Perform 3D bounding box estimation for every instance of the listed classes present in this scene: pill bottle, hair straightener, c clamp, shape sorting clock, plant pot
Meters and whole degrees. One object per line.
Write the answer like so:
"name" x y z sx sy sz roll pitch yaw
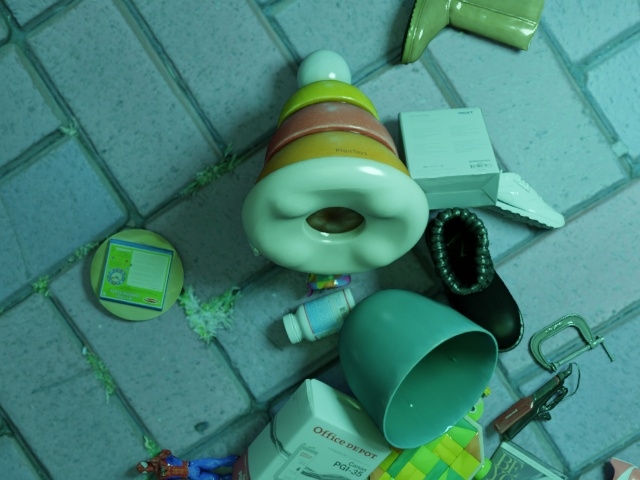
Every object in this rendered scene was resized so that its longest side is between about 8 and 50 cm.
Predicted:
"pill bottle" 0.003 0.169 1.688 0.160 0.087 0.087 -20 90 2
"hair straightener" 0.486 0.356 1.699 0.230 0.047 0.089 -45 126 2
"c clamp" 0.552 0.238 1.705 0.161 0.022 0.137 -25 90 1
"shape sorting clock" -0.408 0.077 1.721 0.206 0.040 0.206 0 92 -2
"plant pot" 0.174 0.237 1.584 0.293 0.293 0.235 -50 48 2

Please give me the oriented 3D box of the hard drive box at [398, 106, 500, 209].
"hard drive box" 0.261 -0.174 1.605 0.181 0.232 0.089 -3 134 3

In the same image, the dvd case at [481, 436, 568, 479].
"dvd case" 0.422 0.574 1.716 0.164 0.018 0.221 33 91 1

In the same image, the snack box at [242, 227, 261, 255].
"snack box" -0.130 -0.003 1.643 0.022 0.178 0.064 -26 90 4

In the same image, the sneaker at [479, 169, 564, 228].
"sneaker" 0.428 -0.096 1.677 0.235 0.090 0.094 24 82 0

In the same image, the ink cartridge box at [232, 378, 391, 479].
"ink cartridge box" -0.022 0.453 1.607 0.207 0.117 0.283 30 111 -22

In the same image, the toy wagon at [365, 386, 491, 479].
"toy wagon" 0.246 0.440 1.694 0.267 0.068 0.344 39 92 0

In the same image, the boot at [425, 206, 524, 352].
"boot" 0.322 0.093 1.590 0.131 0.260 0.348 -32 90 2

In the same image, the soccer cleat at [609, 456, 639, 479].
"soccer cleat" 0.604 0.625 1.681 0.116 0.108 0.318 35 94 21

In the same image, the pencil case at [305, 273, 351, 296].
"pencil case" 0.000 0.000 1.682 0.104 0.104 0.236 -9 89 2

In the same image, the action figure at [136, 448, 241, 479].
"action figure" -0.272 0.511 1.681 0.280 0.139 0.091 2 90 4

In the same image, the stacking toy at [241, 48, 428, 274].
"stacking toy" 0.026 -0.201 1.551 0.351 0.350 0.480 -2 56 2

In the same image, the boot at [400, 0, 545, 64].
"boot" 0.327 -0.462 1.670 0.270 0.089 0.236 17 92 0
